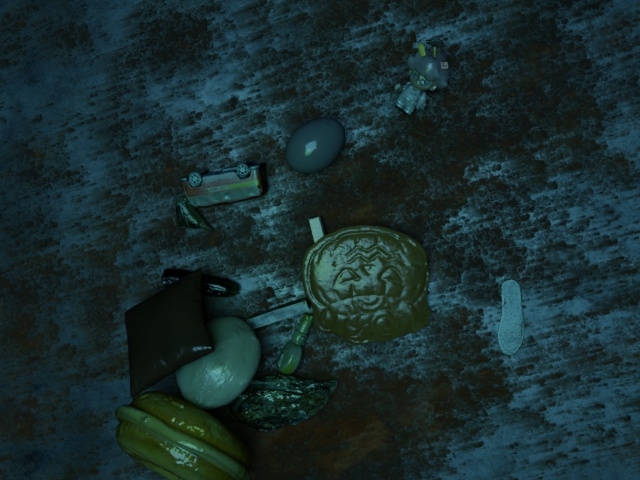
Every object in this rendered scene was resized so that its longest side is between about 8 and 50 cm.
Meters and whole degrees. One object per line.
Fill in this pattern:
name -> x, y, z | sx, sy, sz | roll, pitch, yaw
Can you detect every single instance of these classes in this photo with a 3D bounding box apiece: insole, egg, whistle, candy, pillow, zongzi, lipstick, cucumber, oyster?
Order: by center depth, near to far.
pillow -> -0.456, 0.266, 1.841 | 0.306, 0.108, 0.307 | -31, 49, 15
egg -> -0.015, -0.283, 1.851 | 0.199, 0.146, 0.146 | -34, 88, 2
insole -> 0.574, 0.231, 1.866 | 0.080, 0.003, 0.231 | 1, 93, 8
candy -> -0.313, 0.361, 1.870 | 0.296, 0.185, 0.295 | -18, 51, 24
lipstick -> 0.000, 0.000, 1.915 | 0.045, 0.045, 0.145 | -14, 92, 11
oyster -> -0.115, 0.490, 1.921 | 0.351, 0.162, 0.158 | -13, 52, 1
whistle -> -0.079, 0.317, 1.923 | 0.057, 0.104, 0.198 | 26, 83, -18
zongzi -> -0.398, -0.089, 1.958 | 0.119, 0.055, 0.109 | 6, 109, 7
cucumber -> -0.380, 0.139, 1.964 | 0.242, 0.074, 0.074 | 9, 94, 7

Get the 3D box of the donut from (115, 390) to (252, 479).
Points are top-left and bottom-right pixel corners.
donut -> -0.405, 0.605, 1.840 | 0.449, 0.449, 0.198 | 25, 63, 6

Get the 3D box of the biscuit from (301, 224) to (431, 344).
biscuit -> 0.139, 0.134, 1.867 | 0.386, 0.062, 0.364 | -5, 96, 2

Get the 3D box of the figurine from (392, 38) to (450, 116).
figurine -> 0.302, -0.473, 1.819 | 0.137, 0.112, 0.229 | 37, 111, 13

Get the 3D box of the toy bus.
toy bus -> -0.295, -0.171, 1.916 | 0.265, 0.121, 0.119 | -9, 101, 9

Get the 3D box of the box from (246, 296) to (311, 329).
box -> -0.130, 0.228, 1.944 | 0.207, 0.050, 0.041 | -20, 94, 9
